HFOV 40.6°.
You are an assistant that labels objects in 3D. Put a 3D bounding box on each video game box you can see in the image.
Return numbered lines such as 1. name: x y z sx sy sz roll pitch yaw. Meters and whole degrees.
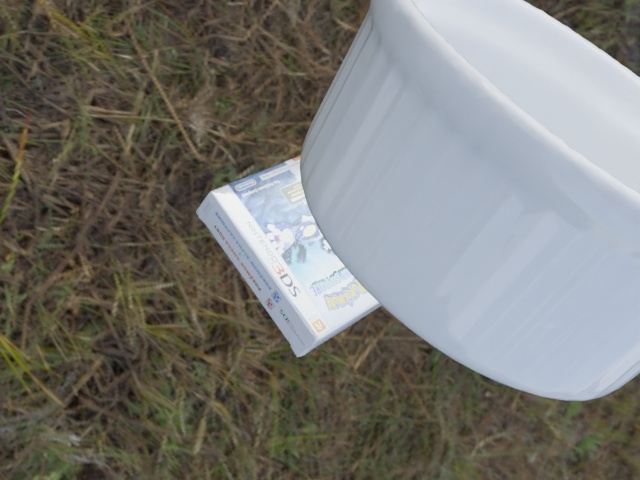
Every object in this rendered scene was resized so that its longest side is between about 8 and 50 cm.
1. video game box: 0.000 0.000 0.923 0.205 0.048 0.187 -28 79 -42

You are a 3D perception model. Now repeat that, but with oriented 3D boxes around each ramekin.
1. ramekin: 0.121 -0.038 0.521 0.277 0.277 0.135 6 129 -42
